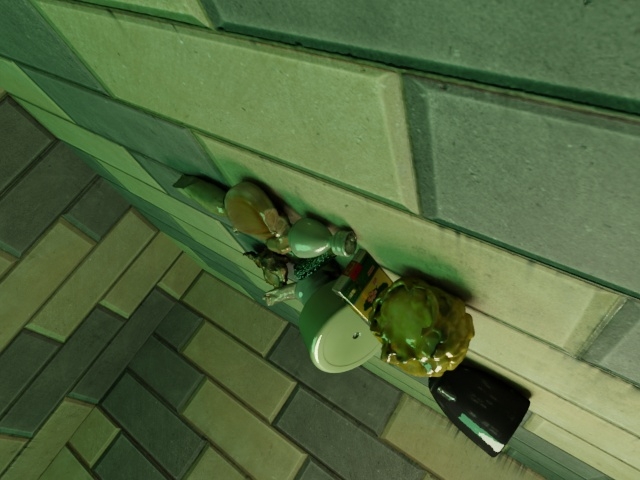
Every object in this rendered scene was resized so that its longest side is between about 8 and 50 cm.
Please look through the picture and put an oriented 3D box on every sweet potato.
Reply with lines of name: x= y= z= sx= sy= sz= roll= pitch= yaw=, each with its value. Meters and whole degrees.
sweet potato: x=-0.058 y=0.035 z=1.343 sx=0.244 sy=0.077 sz=0.077 roll=37 pitch=163 yaw=-4

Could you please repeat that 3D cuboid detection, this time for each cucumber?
cucumber: x=-0.014 y=0.059 z=1.264 sx=0.058 sy=0.058 sz=0.187 roll=39 pitch=139 yaw=-12

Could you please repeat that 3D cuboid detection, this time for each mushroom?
mushroom: x=-0.378 y=-0.153 z=1.425 sx=0.333 sy=0.087 sz=0.107 roll=27 pitch=162 yaw=31

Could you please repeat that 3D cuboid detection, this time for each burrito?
burrito: x=-0.085 y=0.188 z=1.629 sx=0.275 sy=0.059 sz=0.082 roll=-17 pitch=138 yaw=19

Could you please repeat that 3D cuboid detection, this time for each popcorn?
popcorn: x=0.229 y=0.207 z=1.034 sx=0.190 sy=0.250 sz=0.250 roll=0 pitch=-175 yaw=-35

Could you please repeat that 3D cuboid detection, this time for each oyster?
oyster: x=-0.208 y=0.096 z=1.758 sx=0.221 sy=0.096 sz=0.361 roll=41 pitch=163 yaw=-3

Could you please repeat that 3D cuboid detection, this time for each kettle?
kettle: x=0.492 y=0.509 z=1.423 sx=0.290 sy=0.207 sz=0.268 roll=32 pitch=-169 yaw=28

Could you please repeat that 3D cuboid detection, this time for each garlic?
garlic: x=-0.172 y=-0.072 z=1.228 sx=0.228 sy=0.110 sz=0.217 roll=7 pitch=137 yaw=46

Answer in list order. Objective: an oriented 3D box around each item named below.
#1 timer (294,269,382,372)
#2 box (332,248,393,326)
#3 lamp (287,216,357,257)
timer: x=0.031 y=0.199 z=1.375 sx=0.315 sy=0.291 sz=0.291 roll=47 pitch=176 yaw=46
box: x=0.136 y=0.143 z=1.173 sx=0.034 sy=0.132 sz=0.235 roll=16 pitch=155 yaw=50
lamp: x=0.000 y=0.000 z=1.108 sx=0.193 sy=0.106 sz=0.106 roll=11 pitch=152 yaw=37
